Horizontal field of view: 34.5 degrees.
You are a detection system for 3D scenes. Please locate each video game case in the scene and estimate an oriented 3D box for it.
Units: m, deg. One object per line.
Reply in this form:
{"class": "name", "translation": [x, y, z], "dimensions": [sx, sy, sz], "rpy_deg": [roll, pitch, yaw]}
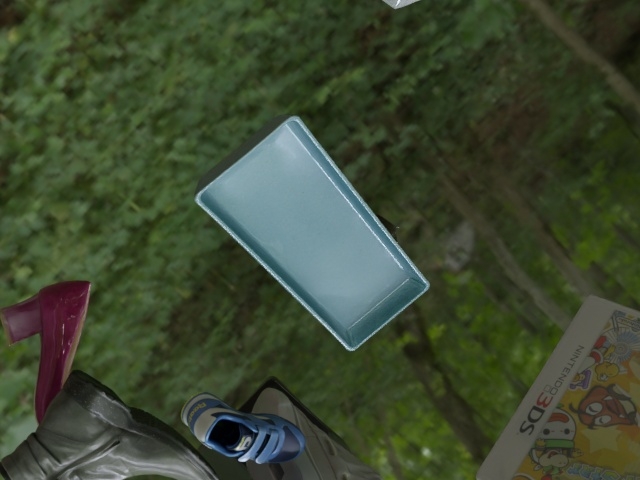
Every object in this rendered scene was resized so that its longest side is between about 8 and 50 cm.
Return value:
{"class": "video game case", "translation": [0.274, 0.162, 0.847], "dimensions": [0.227, 0.026, 0.206], "rpy_deg": [21, -116, 36]}

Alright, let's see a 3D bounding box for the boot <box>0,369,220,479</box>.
{"class": "boot", "translation": [-0.256, 0.279, 1.251], "dimensions": [0.161, 0.246, 0.083], "rpy_deg": [-54, -154, -7]}

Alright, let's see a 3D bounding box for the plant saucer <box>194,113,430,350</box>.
{"class": "plant saucer", "translation": [0.000, 0.000, 0.585], "dimensions": [0.067, 0.192, 0.018], "rpy_deg": [-40, -129, 2]}

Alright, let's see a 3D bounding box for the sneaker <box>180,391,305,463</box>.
{"class": "sneaker", "translation": [-0.076, 0.206, 1.076], "dimensions": [0.053, 0.144, 0.059], "rpy_deg": [-66, -153, 5]}

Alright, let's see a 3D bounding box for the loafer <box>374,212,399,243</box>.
{"class": "loafer", "translation": [0.038, 0.005, 1.108], "dimensions": [0.220, 0.080, 0.078], "rpy_deg": [-13, 120, -79]}

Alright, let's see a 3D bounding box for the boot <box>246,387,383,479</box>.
{"class": "boot", "translation": [-0.004, 0.267, 1.198], "dimensions": [0.095, 0.123, 0.258], "rpy_deg": [-63, -157, 15]}

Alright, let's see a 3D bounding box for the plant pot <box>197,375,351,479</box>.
{"class": "plant pot", "translation": [-0.073, 0.320, 1.598], "dimensions": [0.187, 0.188, 0.167], "rpy_deg": [-44, 166, -18]}

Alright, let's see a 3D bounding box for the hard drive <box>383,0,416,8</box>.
{"class": "hard drive", "translation": [0.047, -0.339, 0.595], "dimensions": [0.047, 0.233, 0.353], "rpy_deg": [-28, 162, -32]}

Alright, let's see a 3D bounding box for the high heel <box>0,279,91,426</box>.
{"class": "high heel", "translation": [-0.310, 0.175, 1.302], "dimensions": [0.117, 0.244, 0.082], "rpy_deg": [-20, 179, -11]}
